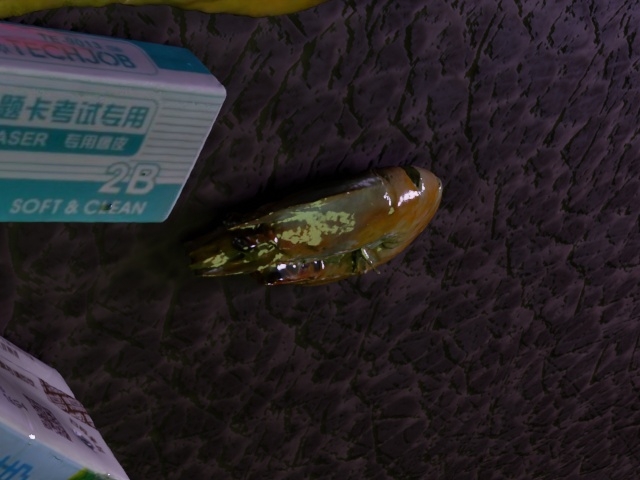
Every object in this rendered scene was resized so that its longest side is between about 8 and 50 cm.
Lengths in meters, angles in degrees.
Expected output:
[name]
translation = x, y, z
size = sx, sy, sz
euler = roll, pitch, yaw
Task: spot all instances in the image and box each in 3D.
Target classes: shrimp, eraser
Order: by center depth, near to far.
[eraser]
translation = -0.160, -0.058, 0.575
size = 0.225, 0.052, 0.096
euler = 0, 130, -44
[shrimp]
translation = 0.001, 0.002, 0.799
size = 0.217, 0.051, 0.115
euler = -14, 139, -37

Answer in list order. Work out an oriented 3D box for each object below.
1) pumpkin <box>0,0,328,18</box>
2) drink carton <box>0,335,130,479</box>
[pumpkin]
translation = -0.080, -0.176, 0.427
size = 0.317, 0.139, 0.222
euler = -10, 142, -32
[drink carton]
translation = -0.295, 0.182, 0.636
size = 0.324, 0.132, 0.194
euler = -42, 145, -2
